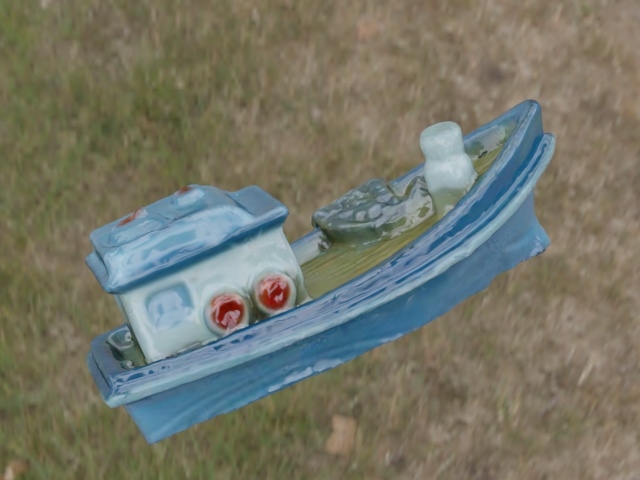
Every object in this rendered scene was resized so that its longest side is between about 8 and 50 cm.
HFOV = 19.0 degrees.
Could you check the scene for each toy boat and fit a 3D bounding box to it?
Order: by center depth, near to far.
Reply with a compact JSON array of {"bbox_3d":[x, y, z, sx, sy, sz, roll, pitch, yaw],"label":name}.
[{"bbox_3d":[0.000,0.000,0.867,0.238,0.109,0.098,-24,107,-8],"label":"toy boat"}]
